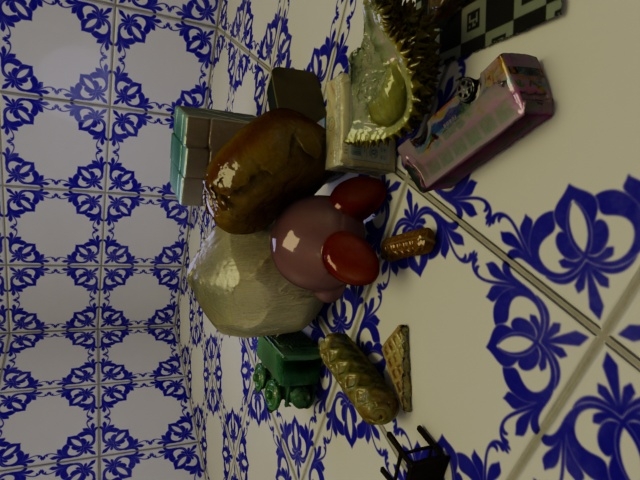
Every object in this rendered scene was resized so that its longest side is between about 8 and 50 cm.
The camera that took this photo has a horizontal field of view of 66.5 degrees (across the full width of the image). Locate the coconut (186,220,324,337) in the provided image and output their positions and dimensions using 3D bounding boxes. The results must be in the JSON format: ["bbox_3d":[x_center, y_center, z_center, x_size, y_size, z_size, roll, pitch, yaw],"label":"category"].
[{"bbox_3d":[-0.173,0.097,1.321,0.346,0.360,0.346,180,90,-65],"label":"coconut"}]

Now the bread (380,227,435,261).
[{"bbox_3d":[0.172,0.009,0.973,0.157,0.044,0.052,-21,74,63],"label":"bread"}]

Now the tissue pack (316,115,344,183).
[{"bbox_3d":[0.012,-0.235,1.298,0.115,0.065,0.155,-16,73,60],"label":"tissue pack"}]

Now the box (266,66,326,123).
[{"bbox_3d":[-0.074,-0.387,1.399,0.090,0.144,0.201,128,136,-55],"label":"box"}]

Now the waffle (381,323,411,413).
[{"bbox_3d":[0.169,0.258,0.984,0.097,0.023,0.153,119,145,-45],"label":"waffle"}]

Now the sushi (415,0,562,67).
[{"bbox_3d":[0.239,-0.495,0.821,0.359,0.064,0.343,-172,82,-65],"label":"sushi"}]

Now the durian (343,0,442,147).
[{"bbox_3d":[0.132,-0.307,0.878,0.306,0.166,0.172,84,-156,-49],"label":"durian"}]

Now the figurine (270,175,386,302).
[{"bbox_3d":[-0.002,-0.005,1.095,0.261,0.211,0.270,129,155,-56],"label":"figurine"}]

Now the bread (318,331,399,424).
[{"bbox_3d":[0.082,0.301,1.071,0.269,0.087,0.098,43,160,60],"label":"bread"}]

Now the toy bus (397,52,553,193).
[{"bbox_3d":[0.239,-0.180,0.801,0.274,0.090,0.112,-41,61,58],"label":"toy bus"}]

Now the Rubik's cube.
[{"bbox_3d":[-0.376,-0.312,1.816,0.322,0.318,0.316,-139,55,-59],"label":"Rubik's cube"}]

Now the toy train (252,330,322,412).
[{"bbox_3d":[-0.100,0.367,1.398,0.266,0.145,0.202,23,106,62],"label":"toy train"}]

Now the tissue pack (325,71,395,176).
[{"bbox_3d":[0.087,-0.245,1.049,0.092,0.148,0.196,0,88,60],"label":"tissue pack"}]

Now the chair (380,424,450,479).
[{"bbox_3d":[0.195,0.438,0.854,0.212,0.084,0.101,-138,51,-58],"label":"chair"}]

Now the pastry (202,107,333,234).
[{"bbox_3d":[-0.113,-0.149,1.122,0.164,0.356,0.356,48,139,14],"label":"pastry"}]
